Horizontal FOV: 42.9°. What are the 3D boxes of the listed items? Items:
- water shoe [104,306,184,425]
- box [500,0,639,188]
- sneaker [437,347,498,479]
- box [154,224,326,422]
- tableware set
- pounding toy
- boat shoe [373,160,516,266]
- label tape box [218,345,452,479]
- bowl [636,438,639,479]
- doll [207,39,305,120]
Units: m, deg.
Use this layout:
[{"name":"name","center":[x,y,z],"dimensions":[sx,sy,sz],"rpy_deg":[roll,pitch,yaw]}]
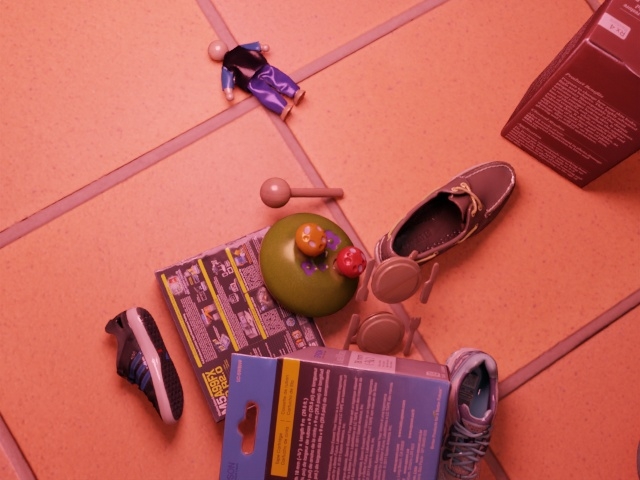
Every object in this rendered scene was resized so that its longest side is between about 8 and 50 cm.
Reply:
[{"name":"water shoe","center":[-0.287,0.211,1.332],"dimensions":[0.080,0.073,0.203],"rpy_deg":[-24,78,11]},{"name":"box","center":[0.461,-0.239,1.336],"dimensions":[0.191,0.381,0.143],"rpy_deg":[34,77,1]},{"name":"sneaker","center":[0.229,0.312,1.333],"dimensions":[0.110,0.122,0.283],"rpy_deg":[11,78,-4]},{"name":"box","center":[-0.127,0.137,1.360],"dimensions":[0.216,0.060,0.270],"rpy_deg":[-23,82,-10]},{"name":"tableware set","center":[0.109,0.106,1.360],"dimensions":[0.128,0.039,0.194],"rpy_deg":[5,118,-19]},{"name":"pounding toy","center":[0.000,0.000,1.336],"dimensions":[0.183,0.110,0.236],"rpy_deg":[2,71,-29]},{"name":"boat shoe","center":[0.230,-0.045,1.420],"dimensions":[0.305,0.091,0.109],"rpy_deg":[-35,85,-12]},{"name":"label tape box","center":[0.022,0.296,1.278],"dimensions":[0.334,0.106,0.240],"rpy_deg":[8,99,4]},{"name":"bowl","center":[0.657,0.375,1.349],"dimensions":[0.312,0.163,0.311],"rpy_deg":[1,80,-6]},{"name":"doll","center":[-0.124,-0.294,1.452],"dimensions":[0.189,0.046,0.129],"rpy_deg":[38,76,1]}]
